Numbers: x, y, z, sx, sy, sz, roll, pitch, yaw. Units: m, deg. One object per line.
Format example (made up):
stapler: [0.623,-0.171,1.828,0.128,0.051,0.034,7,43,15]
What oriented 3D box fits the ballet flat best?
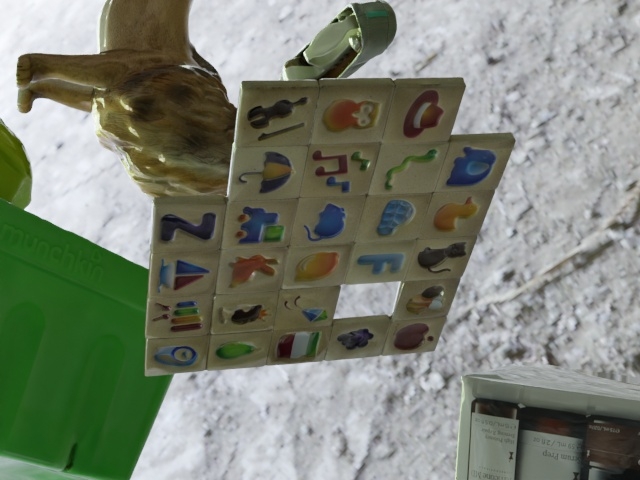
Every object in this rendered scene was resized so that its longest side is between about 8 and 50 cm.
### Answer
ballet flat: [-0.003,-0.191,1.125,0.213,0.068,0.072,-35,73,46]

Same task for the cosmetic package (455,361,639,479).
cosmetic package: [0.157,0.100,0.309,0.239,0.060,0.098,3,92,33]

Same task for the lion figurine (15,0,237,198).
lion figurine: [-0.189,-0.222,1.105,0.142,0.240,0.392,128,144,-66]

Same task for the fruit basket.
fruit basket: [-0.299,-0.003,0.841,0.283,0.392,0.392,-12,44,34]

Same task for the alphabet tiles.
alphabet tiles: [0.000,0.000,0.609,0.198,0.237,0.009,-3,48,-15]
